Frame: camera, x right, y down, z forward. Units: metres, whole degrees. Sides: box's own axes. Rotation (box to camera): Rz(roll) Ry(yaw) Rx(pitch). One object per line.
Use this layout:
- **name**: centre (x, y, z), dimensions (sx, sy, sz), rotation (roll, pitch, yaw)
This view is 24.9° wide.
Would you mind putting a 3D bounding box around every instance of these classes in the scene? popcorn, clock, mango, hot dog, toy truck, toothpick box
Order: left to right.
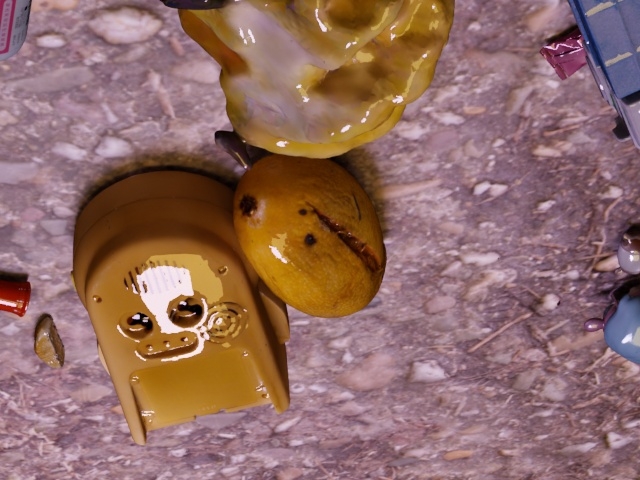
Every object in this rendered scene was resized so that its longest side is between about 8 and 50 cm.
- **toothpick box**: centre (-0.408, 0.066, 1.816), dimensions (0.083, 0.047, 0.047), rotation (13, 135, -24)
- **hot dog**: centre (-0.363, 0.136, 1.920), dimensions (0.034, 0.030, 0.090), rotation (-4, 140, 5)
- **clock**: centre (-0.173, 0.069, 1.775), dimensions (0.244, 0.200, 0.317), rotation (-14, 132, 0)
- **popcorn**: centre (-0.014, -0.238, 1.413), dimensions (0.297, 0.281, 0.316), rotation (38, 162, 0)
- **mango**: centre (0.004, 0.000, 1.737), dimensions (0.120, 0.177, 0.295), rotation (0, 158, 37)
- **toy truck**: centre (0.317, -0.254, 1.488), dimensions (0.146, 0.175, 0.367), rotation (-24, 133, 12)

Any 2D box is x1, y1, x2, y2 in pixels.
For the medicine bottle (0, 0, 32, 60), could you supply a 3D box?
- **medicine bottle**: centre (-0.317, -0.277, 1.397), dimensions (0.090, 0.090, 0.217), rotation (4, 137, -17)

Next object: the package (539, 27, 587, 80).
- **package**: centre (0.297, -0.218, 1.648), dimensions (0.083, 0.029, 0.059), rotation (-28, 131, 20)

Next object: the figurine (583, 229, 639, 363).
- **figurine**: centre (0.471, 0.058, 1.954), dimensions (0.205, 0.103, 0.260), rotation (28, 117, -39)
